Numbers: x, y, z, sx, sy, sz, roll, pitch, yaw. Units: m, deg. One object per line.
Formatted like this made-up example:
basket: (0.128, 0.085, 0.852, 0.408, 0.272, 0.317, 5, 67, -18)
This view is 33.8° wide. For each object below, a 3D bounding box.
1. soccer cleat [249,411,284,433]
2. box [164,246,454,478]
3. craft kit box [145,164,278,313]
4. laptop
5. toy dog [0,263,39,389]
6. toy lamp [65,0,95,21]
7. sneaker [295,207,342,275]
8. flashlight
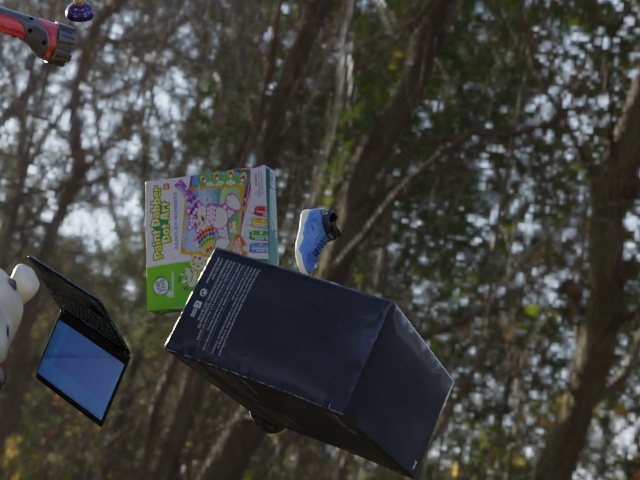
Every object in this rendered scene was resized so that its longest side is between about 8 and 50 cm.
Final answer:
soccer cleat: (-0.137, 0.249, 2.237, 0.109, 0.318, 0.116, -16, 5, -3)
box: (-0.004, 0.191, 1.611, 0.313, 0.179, 0.343, 17, -18, 29)
craft kit box: (-0.200, 0.000, 1.929, 0.247, 0.249, 0.061, -8, -12, 21)
laptop: (-0.504, 0.198, 2.085, 0.234, 0.136, 0.264, 26, -31, 34)
toy dog: (-0.625, 0.110, 1.610, 0.408, 0.395, 0.284, 3, -60, 43)
toy lamp: (-0.562, -0.644, 2.431, 0.080, 0.080, 0.274, 9, -48, 2)
sneaker: (0.000, -0.001, 2.189, 0.085, 0.152, 0.058, -7, -33, 23)
flashlight: (-0.726, -0.489, 2.438, 0.304, 0.103, 0.103, 11, 15, -34)
